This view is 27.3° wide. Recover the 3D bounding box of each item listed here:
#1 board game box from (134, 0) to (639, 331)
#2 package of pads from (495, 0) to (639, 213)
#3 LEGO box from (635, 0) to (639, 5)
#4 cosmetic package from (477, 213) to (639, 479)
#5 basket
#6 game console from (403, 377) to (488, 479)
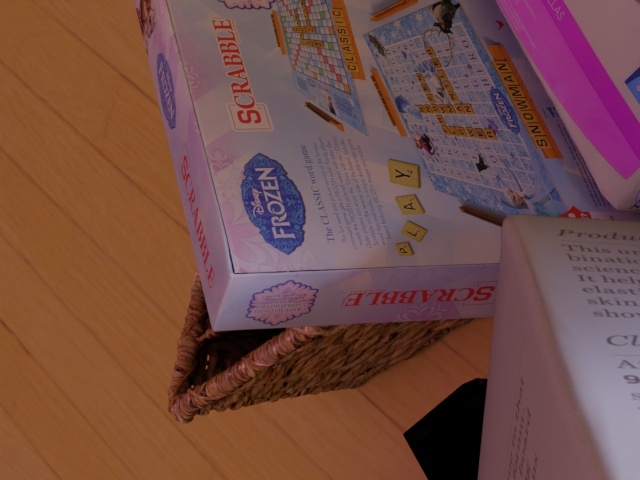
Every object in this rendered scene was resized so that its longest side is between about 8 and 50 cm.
[{"bbox_3d":[0.047,-0.085,0.963,0.066,0.318,0.318,112,150,-47],"label":"board game box"},{"bbox_3d":[0.244,-0.198,0.933,0.229,0.101,0.296,-48,51,34],"label":"package of pads"},{"bbox_3d":[0.351,-0.259,0.547,0.193,0.500,0.372,40,126,-2],"label":"LEGO box"},{"bbox_3d":[0.255,0.202,0.658,0.393,0.330,0.327,-83,-4,-71],"label":"cosmetic package"},{"bbox_3d":[0.000,0.000,1.126,0.299,0.223,0.213,-36,67,45],"label":"basket"},{"bbox_3d":[0.112,0.266,1.091,0.213,0.044,0.361,60,148,16],"label":"game console"}]
